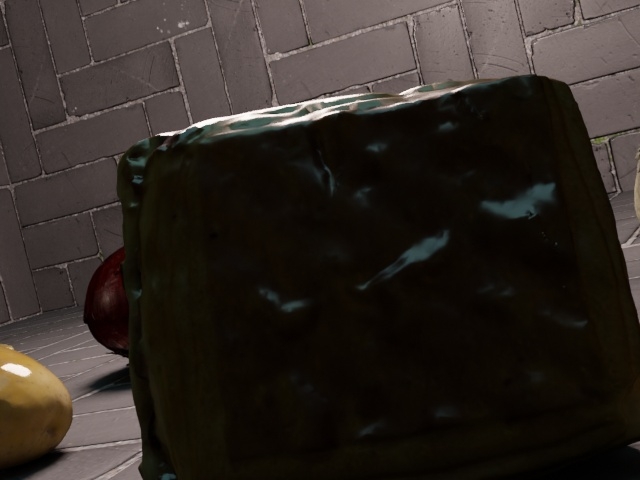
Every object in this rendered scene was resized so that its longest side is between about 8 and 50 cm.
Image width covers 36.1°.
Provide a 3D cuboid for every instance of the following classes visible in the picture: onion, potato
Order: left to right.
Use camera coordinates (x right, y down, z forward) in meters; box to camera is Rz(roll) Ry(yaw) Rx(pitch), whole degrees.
[{"bbox_3d":[-0.360,0.174,1.018,0.234,0.146,0.150,-10,35,47],"label":"potato"},{"bbox_3d":[-0.202,0.059,1.462,0.314,0.232,0.314,-13,1,0],"label":"onion"}]

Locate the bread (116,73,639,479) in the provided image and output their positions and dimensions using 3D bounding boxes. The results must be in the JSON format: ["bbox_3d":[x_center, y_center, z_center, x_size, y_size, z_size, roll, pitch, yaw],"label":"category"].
[{"bbox_3d":[0.035,0.044,0.661,0.325,0.277,0.167,-12,-21,12],"label":"bread"}]

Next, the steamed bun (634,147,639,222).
[{"bbox_3d":[0.599,-0.130,1.405,0.247,0.236,0.383,-12,3,-3],"label":"steamed bun"}]

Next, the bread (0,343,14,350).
[{"bbox_3d":[-0.487,0.201,1.347,0.138,0.102,0.196,-12,0,-25],"label":"bread"}]
